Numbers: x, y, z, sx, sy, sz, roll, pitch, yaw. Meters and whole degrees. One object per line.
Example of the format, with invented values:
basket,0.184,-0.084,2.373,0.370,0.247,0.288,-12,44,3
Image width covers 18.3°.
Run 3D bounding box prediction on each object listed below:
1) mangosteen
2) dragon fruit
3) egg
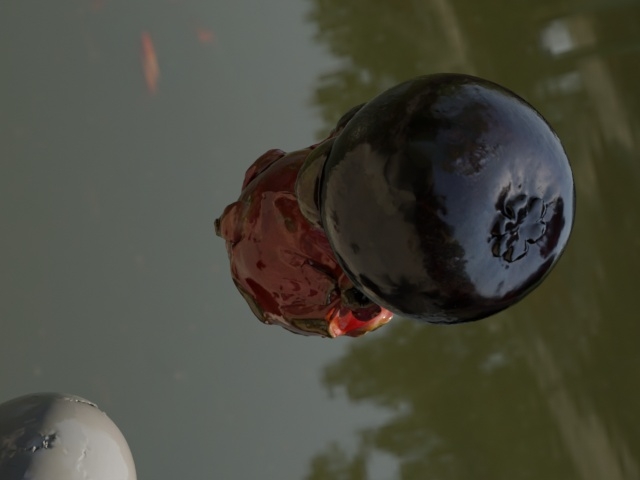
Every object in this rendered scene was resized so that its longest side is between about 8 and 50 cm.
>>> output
mangosteen,0.050,-0.024,0.956,0.140,0.140,0.140,-13,90,-71
dragon fruit,0.000,0.000,1.246,0.133,0.136,0.166,25,10,-21
egg,-0.205,0.187,1.422,0.199,0.146,0.146,-72,145,-58
